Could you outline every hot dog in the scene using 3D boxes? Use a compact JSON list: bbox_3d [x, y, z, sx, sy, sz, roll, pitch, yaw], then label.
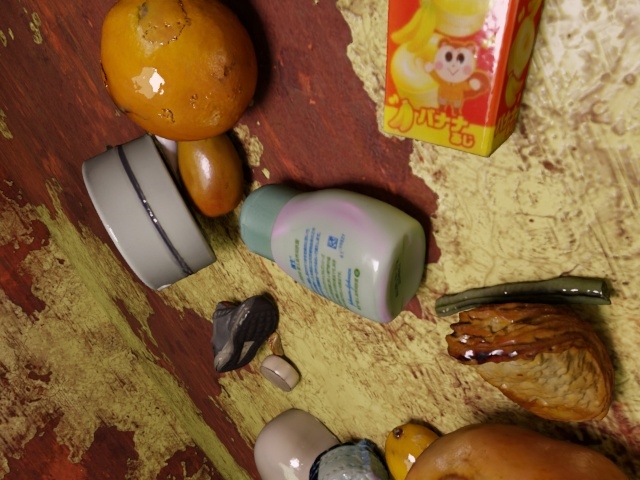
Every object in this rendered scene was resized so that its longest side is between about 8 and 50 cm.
[{"bbox_3d":[0.298,0.164,0.615,0.259,0.114,0.175,36,145,-30],"label":"hot dog"},{"bbox_3d":[-0.130,0.299,1.238,0.030,0.034,0.090,18,130,37],"label":"hot dog"}]

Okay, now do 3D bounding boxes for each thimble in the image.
[{"bbox_3d":[0.083,0.655,1.140,0.237,0.237,0.150,61,-177,-11],"label":"thimble"}]

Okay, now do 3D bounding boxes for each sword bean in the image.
[{"bbox_3d":[0.279,0.086,0.647,0.269,0.038,0.043,-19,80,51],"label":"sword bean"}]

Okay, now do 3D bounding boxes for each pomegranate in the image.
[{"bbox_3d":[0.303,0.494,0.665,0.411,0.411,0.411,27,136,29],"label":"pomegranate"}]

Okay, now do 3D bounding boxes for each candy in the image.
[{"bbox_3d":[0.154,-0.243,0.472,0.146,0.088,0.276,23,134,34],"label":"candy"}]

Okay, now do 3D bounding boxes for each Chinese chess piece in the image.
[{"bbox_3d":[-0.119,0.385,1.265,0.122,0.051,0.122,27,145,20],"label":"Chinese chess piece"}]

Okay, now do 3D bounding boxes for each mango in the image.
[{"bbox_3d":[-0.231,-0.150,0.913,0.151,0.120,0.221,30,135,29],"label":"mango"},{"bbox_3d":[0.243,0.525,0.975,0.176,0.119,0.317,-6,124,45],"label":"mango"}]

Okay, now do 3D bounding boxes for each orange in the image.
[{"bbox_3d":[-0.227,-0.284,0.712,0.246,0.246,0.246,27,136,29],"label":"orange"}]

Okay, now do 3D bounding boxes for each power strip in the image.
[{"bbox_3d":[-0.388,-0.074,1.008,0.357,0.161,0.357,58,169,19],"label":"power strip"}]

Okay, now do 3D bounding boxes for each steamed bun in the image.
[{"bbox_3d":[-0.066,0.698,1.350,0.324,0.206,0.324,28,136,30],"label":"steamed bun"}]

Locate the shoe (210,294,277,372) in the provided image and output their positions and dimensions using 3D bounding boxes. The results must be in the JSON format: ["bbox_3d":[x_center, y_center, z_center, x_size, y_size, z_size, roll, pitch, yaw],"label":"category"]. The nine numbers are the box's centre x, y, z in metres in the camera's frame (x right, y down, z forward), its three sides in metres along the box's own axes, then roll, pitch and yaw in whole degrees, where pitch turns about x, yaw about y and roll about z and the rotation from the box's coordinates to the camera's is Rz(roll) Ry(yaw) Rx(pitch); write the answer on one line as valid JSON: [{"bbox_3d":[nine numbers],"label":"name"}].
[{"bbox_3d":[-0.233,0.225,1.230,0.171,0.132,0.336,59,136,30],"label":"shoe"}]

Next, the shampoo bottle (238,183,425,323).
[{"bbox_3d":[0.000,0.000,0.772,0.349,0.151,0.222,21,139,33],"label":"shampoo bottle"}]

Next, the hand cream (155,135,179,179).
[{"bbox_3d":[-0.338,-0.265,0.958,0.083,0.133,0.248,-14,108,9],"label":"hand cream"}]
